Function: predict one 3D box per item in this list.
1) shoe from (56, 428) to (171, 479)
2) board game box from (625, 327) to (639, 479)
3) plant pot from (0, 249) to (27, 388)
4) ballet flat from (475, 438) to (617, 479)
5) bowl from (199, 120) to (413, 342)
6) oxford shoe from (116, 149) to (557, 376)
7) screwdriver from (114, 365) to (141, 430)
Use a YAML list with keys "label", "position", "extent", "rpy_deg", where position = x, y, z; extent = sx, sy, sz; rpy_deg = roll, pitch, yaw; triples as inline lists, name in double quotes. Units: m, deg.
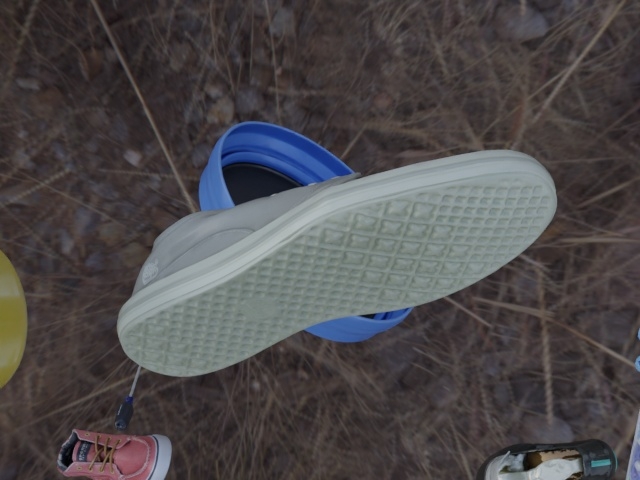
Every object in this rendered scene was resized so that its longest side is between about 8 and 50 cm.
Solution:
- label: "shoe"
  position: [-0.236, 0.246, 1.301]
  extent: [0.081, 0.178, 0.063]
  rpy_deg: [18, 69, -26]
- label: "board game box"
  position: [0.469, 0.334, 1.306]
  extent: [0.050, 0.390, 0.390]
  rpy_deg: [-14, 124, -22]
- label: "plant pot"
  position: [-0.423, 0.083, 1.095]
  extent: [0.254, 0.239, 0.254]
  rpy_deg: [2, 93, 36]
- label: "ballet flat"
  position: [0.340, 0.370, 1.864]
  extent: [0.096, 0.280, 0.095]
  rpy_deg: [1, 70, -46]
- label: "bowl"
  position: [-0.018, -0.013, 1.764]
  extent: [0.391, 0.391, 0.077]
  rpy_deg: [44, 118, -3]
- label: "oxford shoe"
  position: [0.000, 0.000, 1.089]
  extent: [0.449, 0.130, 0.169]
  rpy_deg: [-21, 133, 24]
- label: "screwdriver"
  position: [-0.283, 0.227, 1.736]
  extent: [0.024, 0.170, 0.025]
  rpy_deg: [21, 121, -8]
